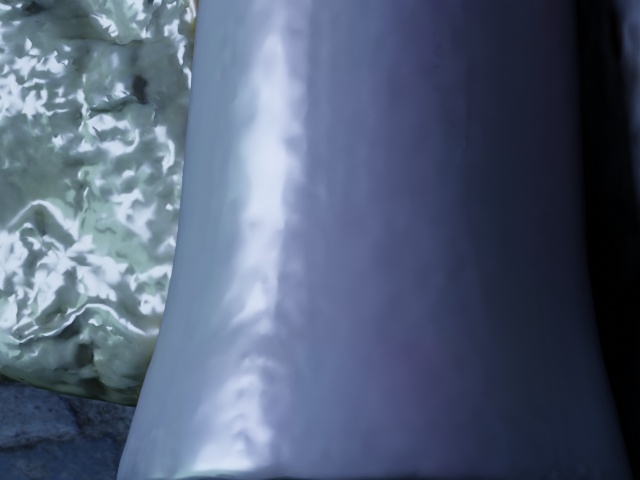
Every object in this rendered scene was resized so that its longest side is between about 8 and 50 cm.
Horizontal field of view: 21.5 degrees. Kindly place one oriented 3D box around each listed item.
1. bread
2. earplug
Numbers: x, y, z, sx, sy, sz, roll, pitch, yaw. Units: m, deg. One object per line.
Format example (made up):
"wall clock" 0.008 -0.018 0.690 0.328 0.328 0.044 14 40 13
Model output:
"bread" -0.065 -0.047 0.775 0.250 0.225 0.279 11 -108 -68
"earplug" 0.025 -0.057 0.591 0.172 0.172 0.301 126 148 -75
